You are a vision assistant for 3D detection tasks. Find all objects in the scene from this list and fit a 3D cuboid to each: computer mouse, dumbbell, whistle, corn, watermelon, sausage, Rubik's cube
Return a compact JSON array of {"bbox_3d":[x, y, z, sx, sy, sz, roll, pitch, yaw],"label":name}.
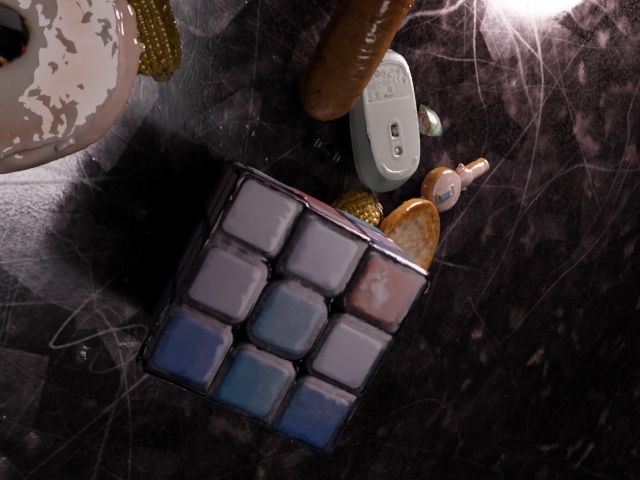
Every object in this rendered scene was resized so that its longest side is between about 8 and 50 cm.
[{"bbox_3d":[0.121,-0.245,1.458,0.159,0.097,0.289,-17,101,-32],"label":"computer mouse"},{"bbox_3d":[0.006,-0.186,1.433,0.036,0.040,0.083,-38,134,21],"label":"dumbbell"},{"bbox_3d":[0.320,-0.137,1.679,0.220,0.057,0.107,-29,123,-27],"label":"whistle"},{"bbox_3d":[-0.284,-0.402,1.089,0.097,0.097,0.320,-23,120,-28],"label":"corn"},{"bbox_3d":[0.240,-0.257,1.583,0.061,0.085,0.085,-21,131,19],"label":"watermelon"},{"bbox_3d":[0.000,0.000,1.462,0.305,0.106,0.106,-36,126,-20],"label":"corn"},{"bbox_3d":[0.104,-0.439,1.264,0.123,0.136,0.501,25,112,-9],"label":"sausage"},{"bbox_3d":[-0.074,0.094,1.217,0.358,0.363,0.362,25,94,-11],"label":"Rubik's cube"}]

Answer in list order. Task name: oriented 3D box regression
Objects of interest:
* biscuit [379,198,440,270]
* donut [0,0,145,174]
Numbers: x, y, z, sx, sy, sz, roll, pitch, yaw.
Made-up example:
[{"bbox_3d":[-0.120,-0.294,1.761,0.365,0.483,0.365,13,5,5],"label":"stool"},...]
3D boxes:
[{"bbox_3d":[0.198,0.001,1.609,0.205,0.040,0.309,-60,149,0],"label":"biscuit"},{"bbox_3d":[-0.439,-0.281,0.944,0.382,0.142,0.383,-8,115,-18],"label":"donut"}]
